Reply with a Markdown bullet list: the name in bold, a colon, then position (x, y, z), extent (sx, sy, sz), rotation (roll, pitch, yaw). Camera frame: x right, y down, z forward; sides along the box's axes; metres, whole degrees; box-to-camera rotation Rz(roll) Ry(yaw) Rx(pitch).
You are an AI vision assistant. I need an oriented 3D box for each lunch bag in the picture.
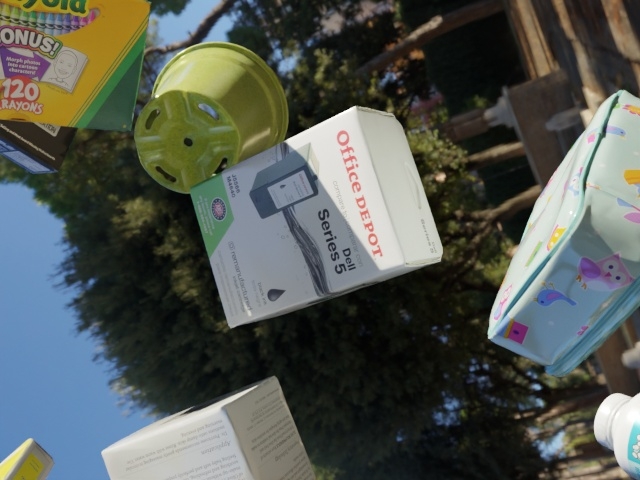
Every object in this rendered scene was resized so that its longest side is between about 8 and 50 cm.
- **lunch bag**: position (0.276, -0.008, 0.710), extent (0.279, 0.108, 0.224), rotation (-52, -14, -42)

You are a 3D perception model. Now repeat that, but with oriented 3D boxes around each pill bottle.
- **pill bottle**: position (0.551, 0.314, 1.034), extent (0.146, 0.264, 0.146), rotation (-5, -81, -30)

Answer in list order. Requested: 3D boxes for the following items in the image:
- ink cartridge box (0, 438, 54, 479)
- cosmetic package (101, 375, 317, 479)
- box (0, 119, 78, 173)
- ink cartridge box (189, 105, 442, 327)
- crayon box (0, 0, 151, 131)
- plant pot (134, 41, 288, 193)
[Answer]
- **ink cartridge box**: position (-0.499, 0.421, 0.865), extent (0.072, 0.304, 0.307), rotation (50, 175, -7)
- **cosmetic package**: position (-0.093, 0.380, 0.839), extent (0.365, 0.197, 0.155), rotation (69, -161, 4)
- **box**: position (-0.487, -0.278, 1.029), extent (0.307, 0.077, 0.242), rotation (40, -121, -47)
- **ink cartridge box**: position (-0.011, -0.024, 0.878), extent (0.115, 0.273, 0.198), rotation (-5, -105, -58)
- **crayon box**: position (-0.350, -0.226, 0.794), extent (0.279, 0.081, 0.165), rotation (-1, -65, -39)
- **plant pot**: position (-0.212, -0.207, 1.255), extent (0.254, 0.276, 0.276), rotation (-75, -39, -67)
